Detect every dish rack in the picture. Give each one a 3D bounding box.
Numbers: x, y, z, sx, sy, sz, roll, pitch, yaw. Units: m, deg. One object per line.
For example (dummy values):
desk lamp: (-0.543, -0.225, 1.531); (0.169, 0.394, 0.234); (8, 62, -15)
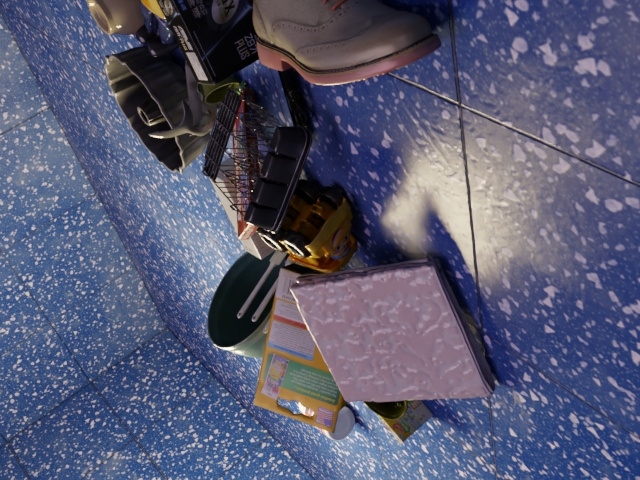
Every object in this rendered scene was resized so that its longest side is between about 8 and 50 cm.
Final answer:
dish rack: (-0.135, -0.163, 1.496); (0.271, 0.074, 0.208); (45, 119, 47)

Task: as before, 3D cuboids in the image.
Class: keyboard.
keyboard: (-0.040, -0.255, 1.464); (0.100, 0.038, 0.192); (-114, 5, -47)

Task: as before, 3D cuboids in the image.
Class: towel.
towel: (0.136, 0.185, 1.526); (0.331, 0.053, 0.317); (-10, 117, 34)

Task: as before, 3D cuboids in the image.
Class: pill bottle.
pill bottle: (0.013, 0.541, 2.467); (0.193, 0.108, 0.108); (19, 140, 56)

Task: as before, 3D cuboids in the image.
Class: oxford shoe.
oxford shoe: (0.008, -0.314, 1.108); (0.397, 0.140, 0.147); (23, 136, 50)

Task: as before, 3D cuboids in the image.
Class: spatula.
spatula: (-0.100, 0.097, 1.856); (0.019, 0.242, 0.168); (39, 169, -37)

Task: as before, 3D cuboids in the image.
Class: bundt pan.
bundt pan: (-0.385, -0.335, 1.929); (0.331, 0.124, 0.331); (45, 158, 24)

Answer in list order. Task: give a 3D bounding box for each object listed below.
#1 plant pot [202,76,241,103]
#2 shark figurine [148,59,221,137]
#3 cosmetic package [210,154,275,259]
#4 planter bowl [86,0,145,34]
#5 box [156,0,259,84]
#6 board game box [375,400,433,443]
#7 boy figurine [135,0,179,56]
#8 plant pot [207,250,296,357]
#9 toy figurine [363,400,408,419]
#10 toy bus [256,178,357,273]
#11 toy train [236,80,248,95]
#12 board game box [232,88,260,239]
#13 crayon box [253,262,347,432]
plant pot: (-0.220, -0.341, 1.646); (0.079, 0.083, 0.083); (63, 160, 8)
shark figurine: (-0.279, -0.264, 1.690); (0.166, 0.116, 0.278); (55, -157, -34)
cosmetic package: (-0.158, -0.085, 1.846); (0.085, 0.117, 0.231); (25, 146, 51)
planter bowl: (-0.464, -0.538, 1.802); (0.162, 0.109, 0.162); (45, 158, 24)
box: (-0.182, -0.387, 1.379); (0.077, 0.147, 0.180); (21, 141, 55)
board game box: (0.181, 0.394, 1.886); (0.154, 0.103, 0.026); (48, 158, 15)
boy figurine: (-0.346, -0.507, 1.626); (0.177, 0.092, 0.285); (50, 162, 18)
plant pot: (-0.122, 0.180, 2.009); (0.196, 0.293, 0.293); (35, 171, -32)
toy figurine: (0.091, 0.245, 1.866); (0.362, 0.191, 0.217); (33, -170, 13)
toy bus: (0.000, 0.000, 1.626); (0.220, 0.149, 0.211); (18, 153, 54)
toy train: (-0.169, -0.308, 1.647); (0.017, 0.023, 0.083); (53, 160, 3)
board game box: (-0.155, -0.155, 1.638); (0.145, 0.027, 0.281); (135, 132, -69)
crayon box: (-0.015, 0.233, 1.732); (0.203, 0.083, 0.323); (16, 101, 18)
